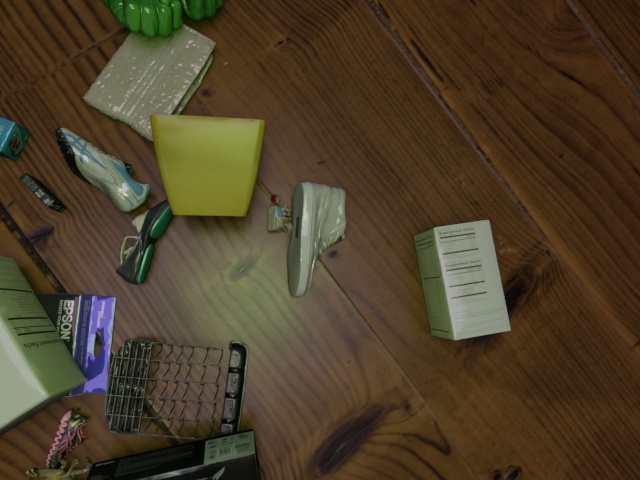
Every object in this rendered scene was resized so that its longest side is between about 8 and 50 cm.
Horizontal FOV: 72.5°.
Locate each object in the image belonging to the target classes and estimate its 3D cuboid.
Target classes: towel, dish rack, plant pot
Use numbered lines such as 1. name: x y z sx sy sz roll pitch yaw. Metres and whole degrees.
1. towel: -0.379 -0.379 0.992 0.187 0.049 0.282 29 78 -2
2. dish rack: -0.295 0.307 0.904 0.271 0.074 0.208 7 80 -7
3. plant pot: -0.225 -0.145 0.914 0.212 0.212 0.187 0 94 -9

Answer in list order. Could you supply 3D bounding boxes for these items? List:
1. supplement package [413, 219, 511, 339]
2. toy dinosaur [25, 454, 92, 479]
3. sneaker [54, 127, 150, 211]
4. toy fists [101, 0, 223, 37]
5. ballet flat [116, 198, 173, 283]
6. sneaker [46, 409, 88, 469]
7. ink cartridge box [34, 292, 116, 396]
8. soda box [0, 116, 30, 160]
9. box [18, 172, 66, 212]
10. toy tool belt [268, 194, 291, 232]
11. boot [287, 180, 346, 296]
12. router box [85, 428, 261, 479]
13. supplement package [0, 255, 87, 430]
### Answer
1. supplement package: 0.316 0.089 0.995 0.133 0.139 0.244 -8 84 -9
2. toy dinosaur: -0.494 0.479 0.857 0.092 0.053 0.183 -32 117 -18
3. sneaker: -0.469 -0.157 0.939 0.237 0.085 0.086 42 52 2
4. toy fists: -0.330 -0.542 0.961 0.142 0.096 0.279 43 56 3
5. ballet flat: -0.378 -0.008 0.933 0.074 0.074 0.203 22 83 -6
6. sneaker: -0.503 0.404 0.872 0.057 0.047 0.119 20 81 -18
7. ink cartridge box: -0.540 0.211 0.889 0.208 0.045 0.206 2 81 -10
8. soda box: -0.737 -0.242 0.906 0.210 0.067 0.071 21 80 -7
9. box: -0.579 -0.099 0.912 0.083 0.067 0.018 46 78 -2
10. toy tool belt: -0.092 -0.061 1.001 0.051 0.052 0.083 8 83 -47
11. boot: 0.000 0.000 0.982 0.123 0.095 0.258 5 94 -24
12. router box: -0.263 0.522 0.839 0.308 0.081 0.243 -7 102 -10
13. supplement package: -0.596 0.189 0.770 0.177 0.175 0.293 -32 87 -12
